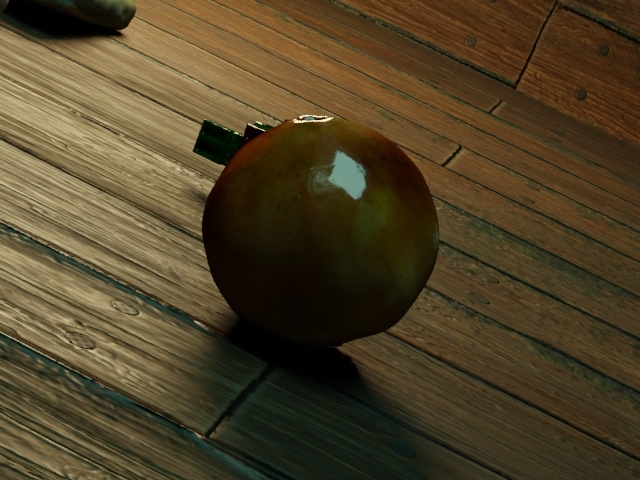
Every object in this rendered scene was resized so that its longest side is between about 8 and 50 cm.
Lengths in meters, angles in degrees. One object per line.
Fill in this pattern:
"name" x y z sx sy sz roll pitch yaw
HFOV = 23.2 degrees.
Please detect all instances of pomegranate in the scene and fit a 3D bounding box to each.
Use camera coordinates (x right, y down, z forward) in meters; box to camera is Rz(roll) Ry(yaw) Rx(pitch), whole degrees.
"pomegranate" -0.002 -0.006 1.333 0.209 0.209 0.209 23 16 -7

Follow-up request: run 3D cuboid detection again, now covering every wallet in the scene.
"wallet" -0.440 -0.382 2.091 0.360 0.083 0.252 28 11 11

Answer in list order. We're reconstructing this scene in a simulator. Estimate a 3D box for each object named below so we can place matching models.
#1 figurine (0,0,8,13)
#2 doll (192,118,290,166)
"figurine" -0.445 -0.323 1.774 0.218 0.206 0.365 4 -1 -6
"doll" -0.026 -0.071 1.659 0.186 0.106 0.134 15 8 -30
